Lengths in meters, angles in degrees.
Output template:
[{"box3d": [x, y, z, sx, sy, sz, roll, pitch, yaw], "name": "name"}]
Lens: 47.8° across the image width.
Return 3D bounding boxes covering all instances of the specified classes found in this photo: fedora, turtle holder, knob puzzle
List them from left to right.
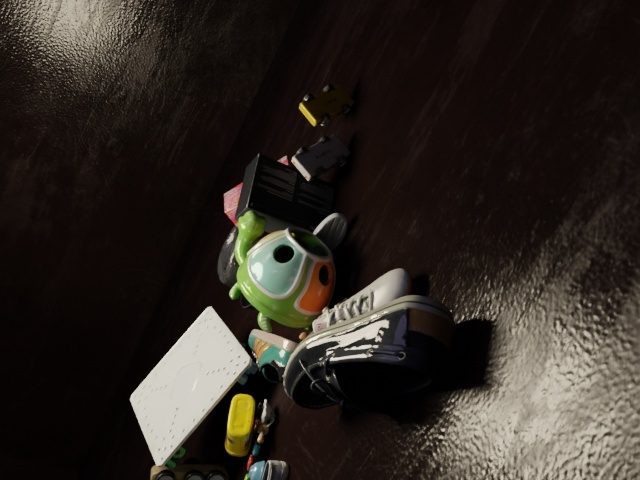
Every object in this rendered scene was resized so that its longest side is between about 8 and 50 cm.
[{"box3d": [-0.250, 0.053, 2.450, 0.334, 0.152, 0.334, -49, 29, 40], "name": "fedora"}, {"box3d": [-0.091, 0.074, 1.910, 0.227, 0.243, 0.320, -59, 33, 23], "name": "turtle holder"}, {"box3d": [-0.005, 0.206, 1.765, 0.213, 0.030, 0.213, -47, -7, -8], "name": "knob puzzle"}]

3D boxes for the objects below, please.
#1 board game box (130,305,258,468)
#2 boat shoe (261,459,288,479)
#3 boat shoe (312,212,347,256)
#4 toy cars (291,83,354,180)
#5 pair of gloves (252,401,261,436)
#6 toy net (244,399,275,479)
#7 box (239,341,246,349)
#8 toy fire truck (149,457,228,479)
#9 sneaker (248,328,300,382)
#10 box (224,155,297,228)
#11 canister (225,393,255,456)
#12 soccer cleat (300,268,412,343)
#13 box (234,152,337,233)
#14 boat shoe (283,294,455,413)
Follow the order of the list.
[{"box3d": [-0.385, 0.426, 2.153, 0.390, 0.050, 0.390, -49, 32, -3], "name": "board game box"}, {"box3d": [-0.136, 0.627, 1.769, 0.184, 0.063, 0.066, -68, 21, 2], "name": "boat shoe"}, {"box3d": [0.000, 0.000, 1.996, 0.226, 0.083, 0.076, -57, 25, 30], "name": "boat shoe"}, {"box3d": [0.001, -0.315, 2.164, 0.087, 0.176, 0.394, 130, 152, -51], "name": "toy cars"}, {"box3d": [-0.170, 0.481, 1.943, 0.074, 0.010, 0.083, 106, 173, -45], "name": "pair of gloves"}, {"box3d": [-0.155, 0.545, 1.930, 0.122, 0.045, 0.232, 117, 166, -58], "name": "toy net"}, {"box3d": [-0.347, 0.340, 2.428, 0.186, 0.145, 0.038, -8, 63, 66], "name": "box"}, {"box3d": [-0.386, 0.757, 2.077, 0.158, 0.217, 0.247, -162, 77, -74], "name": "toy fire truck"}, {"box3d": [-0.139, 0.323, 1.996, 0.302, 0.108, 0.121, -3, 63, 65], "name": "sneaker"}, {"box3d": [-0.175, -0.141, 2.345, 0.256, 0.128, 0.123, -30, 33, 13], "name": "box"}, {"box3d": [-0.220, 0.508, 1.987, 0.170, 0.073, 0.126, 103, 175, -56], "name": "canister"}, {"box3d": [0.071, 0.178, 1.579, 0.331, 0.143, 0.116, -55, 27, 32], "name": "soccer cleat"}, {"box3d": [-0.098, -0.109, 2.087, 0.103, 0.261, 0.184, -38, 36, 52], "name": "box"}, {"box3d": [0.072, 0.266, 1.453, 0.500, 0.186, 0.156, -35, 33, 47], "name": "boat shoe"}]
